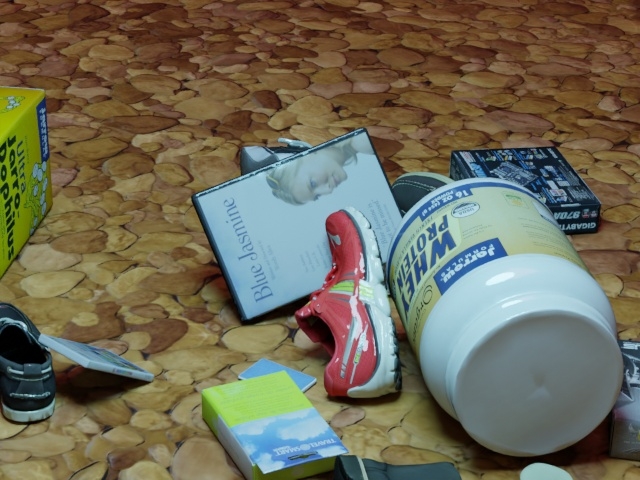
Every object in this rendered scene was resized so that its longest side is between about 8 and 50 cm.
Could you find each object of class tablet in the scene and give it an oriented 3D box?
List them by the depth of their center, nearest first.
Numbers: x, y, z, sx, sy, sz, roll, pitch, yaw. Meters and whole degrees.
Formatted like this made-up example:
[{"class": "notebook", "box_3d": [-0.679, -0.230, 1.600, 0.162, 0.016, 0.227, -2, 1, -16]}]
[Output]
[{"class": "tablet", "box_3d": [-0.053, 0.169, 1.802, 0.083, 0.006, 0.054, 18, 31, 30]}]

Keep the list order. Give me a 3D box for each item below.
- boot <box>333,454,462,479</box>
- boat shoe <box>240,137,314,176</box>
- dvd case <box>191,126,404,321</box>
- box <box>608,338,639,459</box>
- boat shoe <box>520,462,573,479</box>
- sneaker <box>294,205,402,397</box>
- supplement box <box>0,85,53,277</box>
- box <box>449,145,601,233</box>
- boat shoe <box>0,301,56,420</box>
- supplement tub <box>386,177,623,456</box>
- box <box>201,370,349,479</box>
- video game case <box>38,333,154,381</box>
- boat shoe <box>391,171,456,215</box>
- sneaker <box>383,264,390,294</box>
[{"class": "boot", "box_3d": [0.099, 0.281, 1.527, 0.137, 0.076, 0.198, 1, 28, -13]}, {"class": "boat shoe", "box_3d": [-0.041, -0.093, 2.117, 0.105, 0.113, 0.306, -10, 0, -16]}, {"class": "dvd case", "box_3d": [-0.021, -0.023, 1.943, 0.253, 0.180, 0.022, -22, -3, -9]}, {"class": "box", "box_3d": [0.453, 0.194, 1.732, 0.231, 0.056, 0.183, 6, 27, 8]}, {"class": "boat shoe", "box_3d": [0.266, 0.281, 1.569, 0.049, 0.042, 0.133, -43, 45, -20]}, {"class": "sneaker", "box_3d": [0.025, 0.071, 1.827, 0.118, 0.107, 0.279, -9, 50, -2]}, {"class": "supplement box", "box_3d": [-0.514, -0.063, 2.015, 0.195, 0.194, 0.356, 5, 28, 7]}, {"class": "box", "box_3d": [0.308, -0.077, 2.256, 0.175, 0.051, 0.220, -4, 28, -10]}, {"class": "boat shoe", "box_3d": [-0.366, 0.127, 1.786, 0.084, 0.079, 0.233, -10, 28, -18]}, {"class": "supplement tub", "box_3d": [0.213, 0.085, 1.739, 0.228, 0.228, 0.316, -3, 27, -9]}, {"class": "box", "box_3d": [-0.053, 0.216, 1.668, 0.109, 0.042, 0.178, -11, 31, -23]}, {"class": "video game case", "box_3d": [-0.267, 0.141, 1.766, 0.087, 0.011, 0.122, 23, 1, 35]}, {"class": "boat shoe", "box_3d": [0.183, -0.038, 2.140, 0.224, 0.080, 0.073, 26, 31, 31]}, {"class": "sneaker", "box_3d": [0.000, 0.000, 2.040, 0.235, 0.094, 0.153, 2, 26, 0]}]
